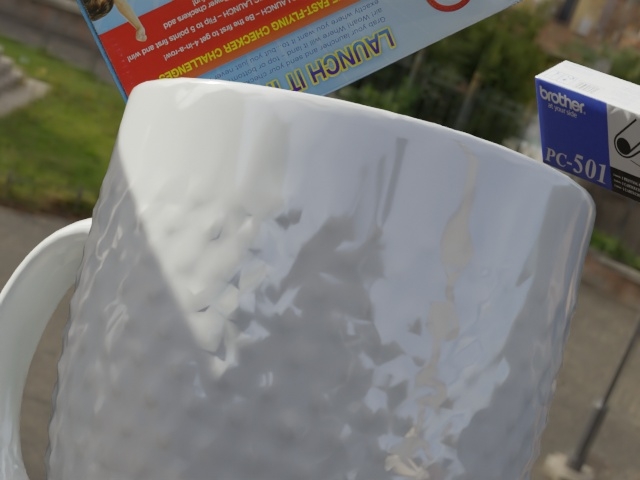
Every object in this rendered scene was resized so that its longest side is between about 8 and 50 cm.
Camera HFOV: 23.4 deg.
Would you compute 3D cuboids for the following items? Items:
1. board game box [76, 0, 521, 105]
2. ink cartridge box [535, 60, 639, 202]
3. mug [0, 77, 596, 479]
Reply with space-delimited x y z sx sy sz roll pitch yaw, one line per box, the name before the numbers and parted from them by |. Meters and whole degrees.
board game box | -0.047 -0.253 1.116 0.308 0.302 0.086 -25 22 -5
ink cartridge box | 0.289 -0.090 1.423 0.046 0.097 0.207 -29 35 -27
mug | -0.056 0.099 0.894 0.374 0.328 0.276 10 -7 32
